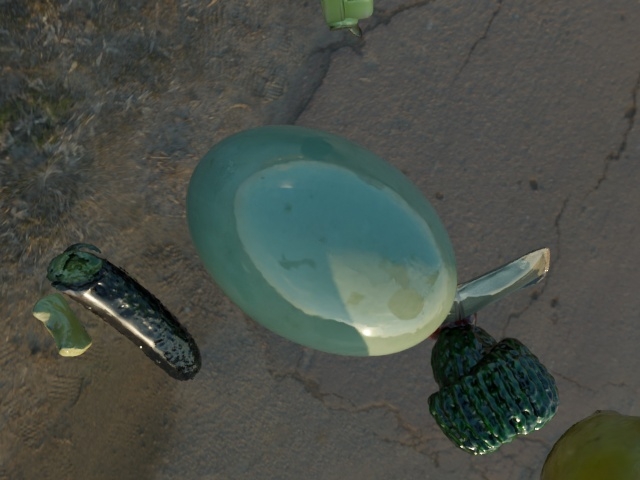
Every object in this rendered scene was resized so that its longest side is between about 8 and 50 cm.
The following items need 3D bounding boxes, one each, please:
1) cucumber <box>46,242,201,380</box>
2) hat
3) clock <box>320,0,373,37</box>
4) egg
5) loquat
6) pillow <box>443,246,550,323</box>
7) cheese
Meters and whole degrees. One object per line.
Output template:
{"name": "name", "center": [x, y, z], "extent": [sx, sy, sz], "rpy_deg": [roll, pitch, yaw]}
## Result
{"name": "cucumber", "center": [-0.209, 0.095, 0.708], "extent": [0.067, 0.067, 0.245], "rpy_deg": [-49, 132, -12]}
{"name": "hat", "center": [0.287, 0.242, 1.181], "extent": [0.242, 0.274, 0.332], "rpy_deg": [-25, 69, -12]}
{"name": "clock", "center": [0.034, -0.367, 0.794], "extent": [0.069, 0.232, 0.169], "rpy_deg": [-5, 82, 5]}
{"name": "egg", "center": [0.000, 0.000, 0.804], "extent": [0.389, 0.276, 0.276], "rpy_deg": [31, 81, 6]}
{"name": "loquat", "center": [0.329, 0.292, 0.590], "extent": [0.244, 0.244, 0.243], "rpy_deg": [-3, 97, -24]}
{"name": "pillow", "center": [0.310, 0.082, 1.075], "extent": [0.233, 0.038, 0.130], "rpy_deg": [-26, 144, 0]}
{"name": "cheese", "center": [-0.308, 0.101, 0.706], "extent": [0.030, 0.044, 0.083], "rpy_deg": [-42, 79, 21]}
